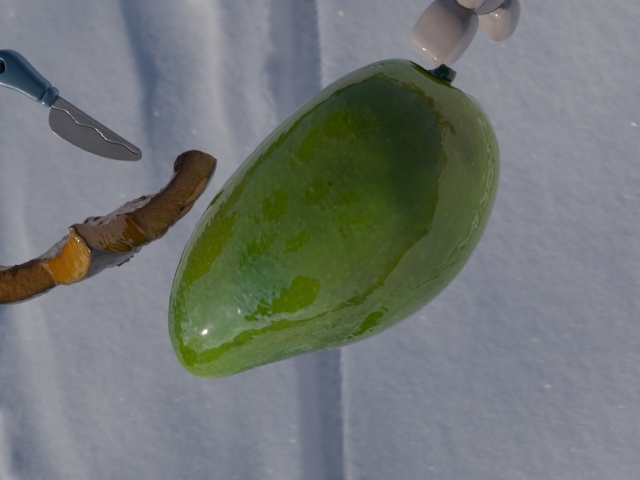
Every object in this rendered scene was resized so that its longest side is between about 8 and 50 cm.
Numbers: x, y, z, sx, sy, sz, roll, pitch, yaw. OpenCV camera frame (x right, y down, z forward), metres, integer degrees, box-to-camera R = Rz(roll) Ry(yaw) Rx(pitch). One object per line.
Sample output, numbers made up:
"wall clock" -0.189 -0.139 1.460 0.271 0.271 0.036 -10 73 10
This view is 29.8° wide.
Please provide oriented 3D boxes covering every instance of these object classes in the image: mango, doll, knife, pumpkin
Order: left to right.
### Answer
"knife" -0.347 -0.171 1.616 0.244 0.032 0.058 38 102 1
"pumpkin" -0.295 -0.003 1.552 0.290 0.258 0.095 -19 101 43
"mango" 0.000 0.000 0.985 0.343 0.156 0.192 -41 59 25
"doll" 0.151 -0.239 1.125 0.059 0.161 0.160 46 138 19
